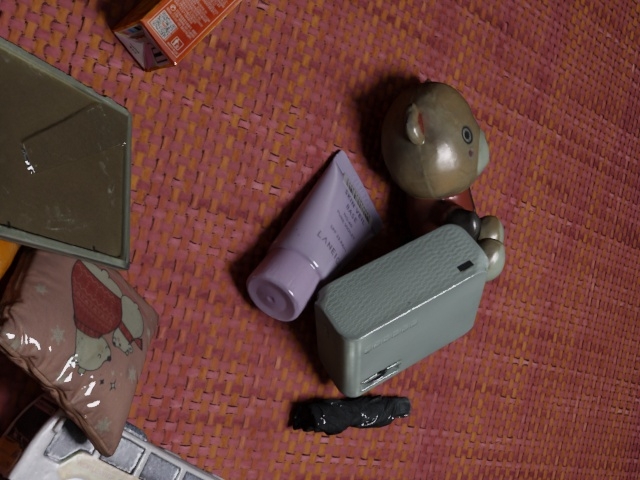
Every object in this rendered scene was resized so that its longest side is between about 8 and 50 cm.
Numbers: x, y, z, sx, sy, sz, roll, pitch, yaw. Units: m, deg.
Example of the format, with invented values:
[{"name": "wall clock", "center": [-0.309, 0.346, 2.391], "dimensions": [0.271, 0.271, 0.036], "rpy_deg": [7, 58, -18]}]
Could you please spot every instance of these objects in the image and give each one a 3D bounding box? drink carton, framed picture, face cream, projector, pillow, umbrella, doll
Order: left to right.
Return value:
[{"name": "framed picture", "center": [-0.299, -0.092, 0.848], "dimensions": [0.289, 0.016, 0.213], "rpy_deg": [26, 60, -65]}, {"name": "pillow", "center": [-0.281, 0.100, 0.910], "dimensions": [0.223, 0.084, 0.236], "rpy_deg": [-84, 150, -51]}, {"name": "drink carton", "center": [-0.155, -0.318, 1.000], "dimensions": [0.223, 0.096, 0.071], "rpy_deg": [-51, 121, -22]}, {"name": "face cream", "center": [0.000, 0.000, 1.167], "dimensions": [0.274, 0.096, 0.154], "rpy_deg": [-51, 119, -37]}, {"name": "umbrella", "center": [0.062, 0.278, 1.247], "dimensions": [0.236, 0.066, 0.059], "rpy_deg": [6, 85, -40]}, {"name": "projector", "center": [0.118, 0.106, 1.167], "dimensions": [0.251, 0.108, 0.198], "rpy_deg": [-28, 148, -15]}, {"name": "doll", "center": [0.193, -0.092, 1.252], "dimensions": [0.235, 0.174, 0.329], "rpy_deg": [-54, 133, -60]}]

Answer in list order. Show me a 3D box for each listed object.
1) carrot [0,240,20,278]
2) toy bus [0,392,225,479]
[{"name": "carrot", "center": [-0.380, -0.050, 0.840], "dimensions": [0.159, 0.159, 0.225], "rpy_deg": [44, 54, -32]}, {"name": "toy bus", "center": [-0.245, 0.317, 0.998], "dimensions": [0.342, 0.097, 0.138], "rpy_deg": [42, 68, -33]}]
